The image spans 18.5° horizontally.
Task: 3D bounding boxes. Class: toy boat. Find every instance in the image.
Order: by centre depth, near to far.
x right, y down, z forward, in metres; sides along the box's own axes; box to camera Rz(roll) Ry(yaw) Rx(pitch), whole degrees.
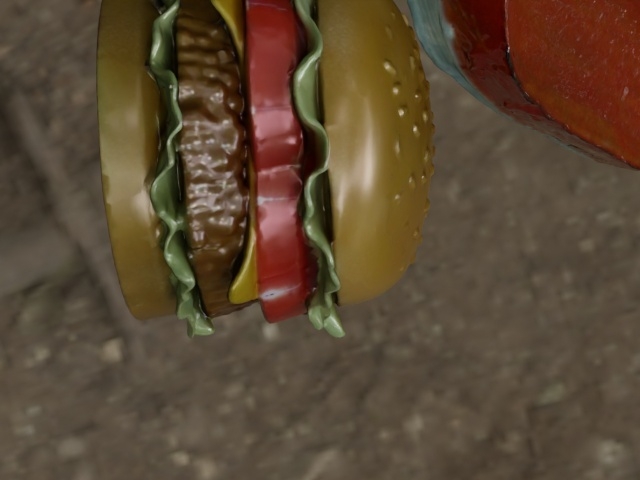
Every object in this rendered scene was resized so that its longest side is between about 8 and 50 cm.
[{"bbox_3d":[0.159,-0.166,1.507,0.332,0.133,0.145,29,88,-54],"label":"toy boat"}]

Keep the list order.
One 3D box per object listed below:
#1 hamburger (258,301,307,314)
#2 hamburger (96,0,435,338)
[{"bbox_3d":[0.000,0.000,1.556,0.062,0.133,0.140,40,76,-22],"label":"hamburger"},{"bbox_3d":[-0.028,-0.069,1.326,0.274,0.212,0.274,-4,90,-86],"label":"hamburger"}]
